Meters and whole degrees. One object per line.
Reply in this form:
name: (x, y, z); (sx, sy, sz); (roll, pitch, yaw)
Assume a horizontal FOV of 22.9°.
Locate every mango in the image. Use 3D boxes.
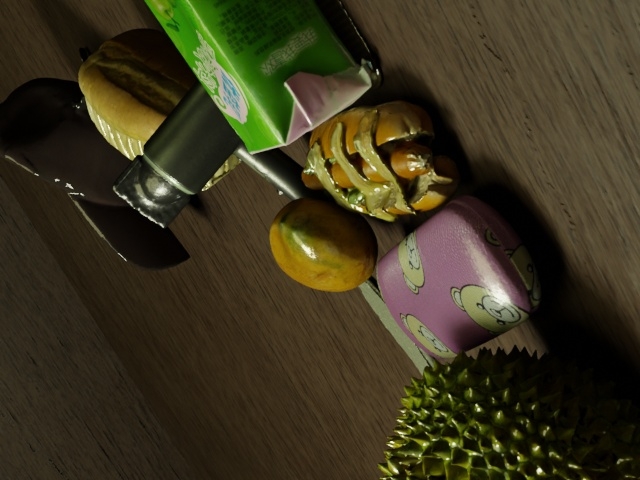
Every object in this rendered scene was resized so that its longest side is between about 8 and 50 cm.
mango: (0.006, 0.003, 1.583); (0.115, 0.089, 0.165); (24, 172, -8)

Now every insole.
insole: (0.103, 0.119, 1.780); (0.192, 0.010, 0.063); (54, 164, -3)
insole: (-0.016, -0.241, 1.408); (0.253, 0.005, 0.086); (57, 163, -10)

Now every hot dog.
hot dog: (0.047, -0.071, 1.464); (0.109, 0.072, 0.269); (60, 161, -11)

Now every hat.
hat: (-0.272, -0.125, 2.107); (0.336, 0.209, 0.238); (37, -175, -5)

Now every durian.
durian: (0.177, 0.184, 1.391); (0.200, 0.237, 0.176); (-85, 12, -67)

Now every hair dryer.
hair dryer: (-0.062, -0.056, 1.646); (0.248, 0.195, 0.078); (37, -174, -19)

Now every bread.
bread: (-0.171, -0.155, 1.756); (0.236, 0.140, 0.106); (34, 151, 41)

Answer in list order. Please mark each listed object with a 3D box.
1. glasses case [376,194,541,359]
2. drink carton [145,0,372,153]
glasses case: (0.123, 0.040, 1.463); (0.123, 0.076, 0.316); (57, 164, 3)
drink carton: (-0.080, -0.217, 1.437); (0.271, 0.108, 0.161); (55, 169, -8)
